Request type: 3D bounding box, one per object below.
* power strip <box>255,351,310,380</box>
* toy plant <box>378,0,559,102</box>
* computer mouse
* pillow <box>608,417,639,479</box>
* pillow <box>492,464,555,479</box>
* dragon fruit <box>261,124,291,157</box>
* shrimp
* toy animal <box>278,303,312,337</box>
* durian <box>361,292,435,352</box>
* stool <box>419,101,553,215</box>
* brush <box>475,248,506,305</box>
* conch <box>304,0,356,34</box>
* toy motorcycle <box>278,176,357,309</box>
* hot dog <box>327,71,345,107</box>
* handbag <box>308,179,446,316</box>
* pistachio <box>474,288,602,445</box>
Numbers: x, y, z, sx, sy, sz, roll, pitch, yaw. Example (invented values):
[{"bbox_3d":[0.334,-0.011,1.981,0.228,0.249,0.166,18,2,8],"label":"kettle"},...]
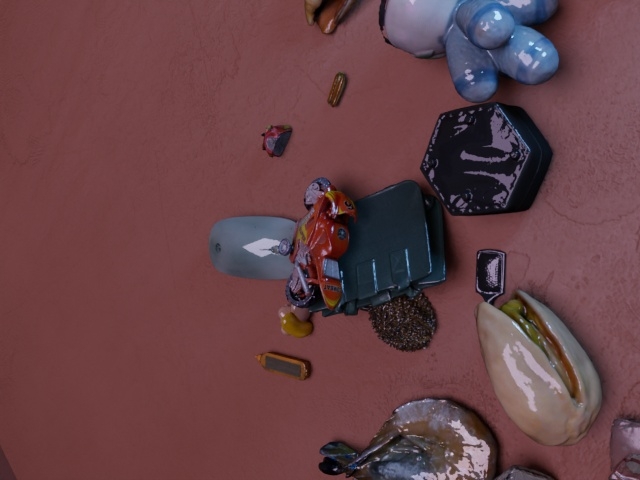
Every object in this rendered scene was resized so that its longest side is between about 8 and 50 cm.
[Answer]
[{"bbox_3d":[-0.098,0.315,1.754,0.178,0.028,0.049,7,99,35],"label":"power strip"},{"bbox_3d":[0.297,-0.392,1.270,0.332,0.247,0.247,40,116,26],"label":"toy plant"},{"bbox_3d":[-0.173,0.018,1.740,0.288,0.097,0.160,4,94,37],"label":"computer mouse"},{"bbox_3d":[0.594,0.448,1.250,0.135,0.049,0.249,5,101,37],"label":"pillow"},{"bbox_3d":[0.364,0.532,1.391,0.229,0.128,0.051,-49,22,29],"label":"pillow"},{"bbox_3d":[-0.116,-0.251,1.695,0.060,0.056,0.083,39,117,26],"label":"dragon fruit"},{"bbox_3d":[0.178,0.472,1.528,0.445,0.109,0.221,-16,79,33],"label":"shrimp"},{"bbox_3d":[-0.072,0.183,1.691,0.082,0.091,0.115,15,105,49],"label":"toy animal"},{"bbox_3d":[0.158,0.172,1.514,0.188,0.091,0.149,17,104,36],"label":"durian"},{"bbox_3d":[0.320,-0.153,1.332,0.232,0.141,0.233,4,98,35],"label":"stool"},{"bbox_3d":[0.347,0.114,1.415,0.062,0.016,0.194,4,97,37],"label":"brush"},{"bbox_3d":[0.037,-0.598,1.530,0.158,0.127,0.255,30,139,-1],"label":"conch"},{"bbox_3d":[0.000,0.000,1.480,0.171,0.089,0.299,-2,74,42],"label":"toy motorcycle"},{"bbox_3d":[0.039,-0.349,1.594,0.037,0.021,0.083,50,125,46],"label":"hot dog"},{"bbox_3d":[0.111,0.027,1.493,0.326,0.089,0.239,-20,59,34],"label":"handbag"},{"bbox_3d":[0.404,0.241,1.296,0.187,0.187,0.299,-39,66,32],"label":"pistachio"}]
